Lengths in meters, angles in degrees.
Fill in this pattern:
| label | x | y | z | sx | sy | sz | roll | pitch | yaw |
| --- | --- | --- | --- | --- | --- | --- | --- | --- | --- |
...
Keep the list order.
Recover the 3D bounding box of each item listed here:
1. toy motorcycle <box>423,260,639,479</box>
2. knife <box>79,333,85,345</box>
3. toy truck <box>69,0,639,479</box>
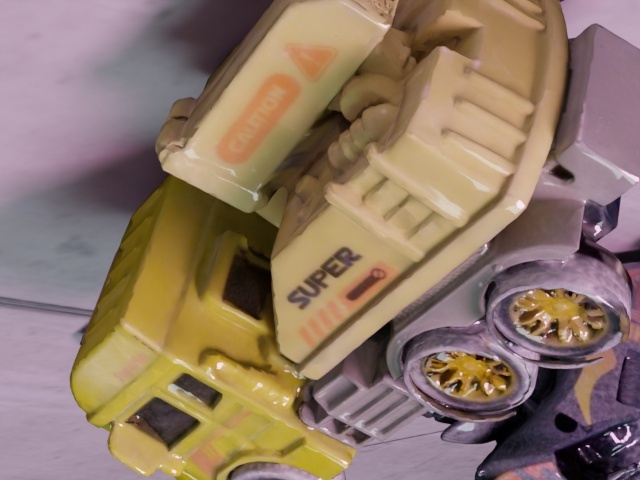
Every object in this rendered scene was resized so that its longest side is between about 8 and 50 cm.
| label | x | y | z | sx | sy | sz | roll | pitch | yaw |
| --- | --- | --- | --- | --- | --- | --- | --- | --- | --- |
| toy motorcycle | 0.184 | 0.091 | 0.859 | 0.307 | 0.173 | 0.108 | -3 | 155 | -19 |
| knife | -0.040 | 0.003 | 0.721 | 0.044 | 0.026 | 0.296 | 25 | 144 | -27 |
| toy truck | 0.000 | 0.000 | 0.578 | 0.157 | 0.124 | 0.272 | 30 | 139 | -16 |
